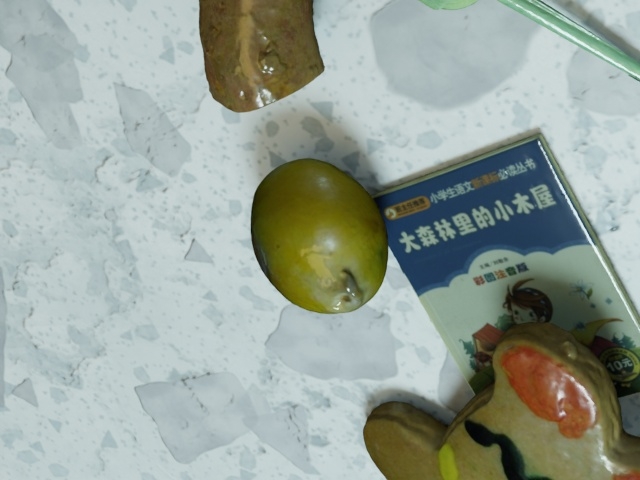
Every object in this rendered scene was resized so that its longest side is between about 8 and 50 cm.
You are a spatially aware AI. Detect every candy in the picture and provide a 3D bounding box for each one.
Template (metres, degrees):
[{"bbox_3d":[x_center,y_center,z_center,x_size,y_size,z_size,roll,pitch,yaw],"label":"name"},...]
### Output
[{"bbox_3d":[0.225,-0.210,1.521,0.336,0.093,0.092,28,171,-6],"label":"candy"}]

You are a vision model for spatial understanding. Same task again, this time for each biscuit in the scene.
[{"bbox_3d":[0.242,0.292,1.766,0.368,0.076,0.394,48,139,-3],"label":"biscuit"}]

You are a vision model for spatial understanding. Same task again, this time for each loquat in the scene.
[{"bbox_3d":[0.000,0.000,1.680,0.152,0.195,0.152,-11,138,-10],"label":"loquat"}]

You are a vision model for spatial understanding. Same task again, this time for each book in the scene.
[{"bbox_3d":[0.211,0.054,1.719,0.228,0.018,0.322,-20,111,32],"label":"book"}]

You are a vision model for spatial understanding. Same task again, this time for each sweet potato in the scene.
[{"bbox_3d":[-0.070,-0.301,1.553,0.131,0.131,0.336,2,112,22],"label":"sweet potato"}]
